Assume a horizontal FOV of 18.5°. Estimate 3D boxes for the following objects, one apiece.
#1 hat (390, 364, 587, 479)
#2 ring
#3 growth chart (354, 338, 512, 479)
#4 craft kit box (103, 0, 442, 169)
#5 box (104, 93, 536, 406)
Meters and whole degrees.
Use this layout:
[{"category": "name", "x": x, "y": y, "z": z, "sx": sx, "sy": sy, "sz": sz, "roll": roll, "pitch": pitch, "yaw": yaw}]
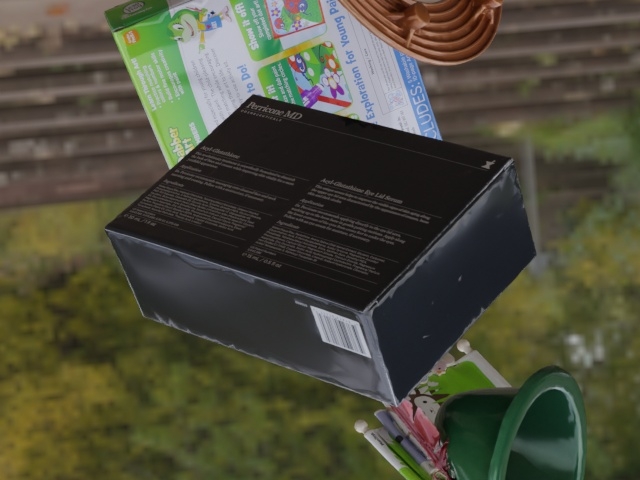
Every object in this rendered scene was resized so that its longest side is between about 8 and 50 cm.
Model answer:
[{"category": "hat", "x": 0.103, "y": 0.166, "z": 1.623, "sx": 0.183, "sy": 0.208, "sz": 0.173, "roll": 9, "pitch": -162, "yaw": 31}, {"category": "ring", "x": 0.061, "y": -0.310, "z": 1.708, "sx": 0.032, "sy": 0.336, "sz": 0.336, "roll": -25, "pitch": 173, "yaw": 34}, {"category": "growth chart", "x": 0.151, "y": 0.213, "z": 2.352, "sx": 0.172, "sy": 0.021, "sz": 0.237, "roll": 39, "pitch": -134, "yaw": 21}, {"category": "craft kit box", "x": -0.037, "y": -0.140, "z": 1.771, "sx": 0.247, "sy": 0.250, "sz": 0.061, "roll": -24, "pitch": -147, "yaw": -6}, {"category": "box", "x": 0.000, "y": 0.000, "z": 1.472, "sx": 0.261, "sy": 0.103, "sz": 0.184, "roll": 17, "pitch": -129, "yaw": 39}]
